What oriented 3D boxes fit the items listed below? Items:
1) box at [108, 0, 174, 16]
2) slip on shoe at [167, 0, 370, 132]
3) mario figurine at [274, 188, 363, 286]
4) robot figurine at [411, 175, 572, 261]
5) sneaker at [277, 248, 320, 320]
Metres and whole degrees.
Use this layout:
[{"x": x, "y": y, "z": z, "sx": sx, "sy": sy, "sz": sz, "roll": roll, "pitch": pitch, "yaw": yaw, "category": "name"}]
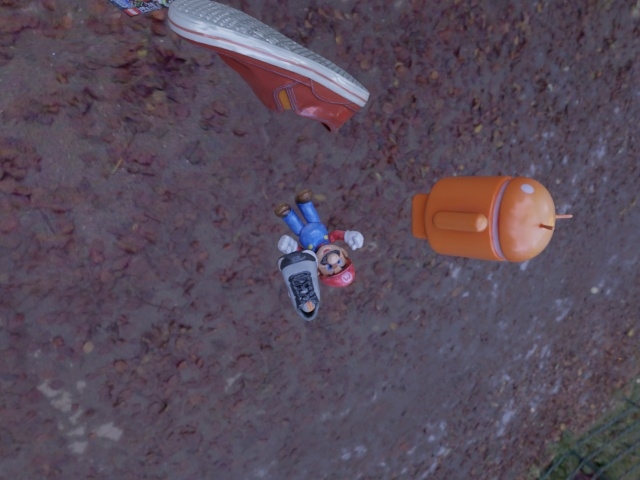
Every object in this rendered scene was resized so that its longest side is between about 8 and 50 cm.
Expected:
[{"x": -0.420, "y": -0.577, "z": 0.961, "sx": 0.159, "sy": 0.233, "sz": 0.044, "roll": -8, "pitch": 90, "yaw": 13, "category": "box"}, {"x": -0.062, "y": -0.234, "z": 0.631, "sx": 0.331, "sy": 0.123, "sz": 0.101, "roll": 8, "pitch": 127, "yaw": -47, "category": "slip on shoe"}, {"x": 0.000, "y": 0.000, "z": 1.355, "sx": 0.198, "sy": 0.320, "sz": 0.170, "roll": -36, "pitch": 178, "yaw": 30, "category": "mario figurine"}, {"x": 0.246, "y": -0.035, "z": 0.666, "sx": 0.158, "sy": 0.219, "sz": 0.128, "roll": 43, "pitch": 65, "yaw": -41, "category": "robot figurine"}, {"x": -0.042, "y": 0.116, "z": 1.155, "sx": 0.100, "sy": 0.108, "sz": 0.271, "roll": -17, "pitch": 144, "yaw": -4, "category": "sneaker"}]
